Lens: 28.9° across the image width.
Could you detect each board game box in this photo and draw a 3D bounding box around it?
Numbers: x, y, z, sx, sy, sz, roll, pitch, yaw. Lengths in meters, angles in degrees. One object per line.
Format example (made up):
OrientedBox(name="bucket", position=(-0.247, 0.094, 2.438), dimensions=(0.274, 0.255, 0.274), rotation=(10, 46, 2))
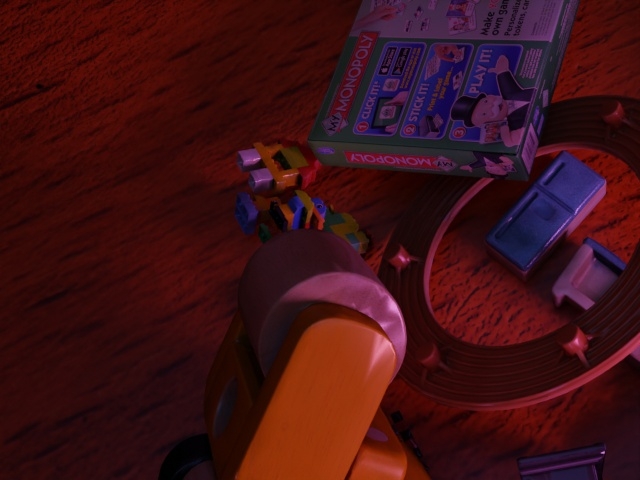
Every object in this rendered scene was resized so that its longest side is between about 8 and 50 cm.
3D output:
OrientedBox(name="board game box", position=(0.136, -0.207, 1.216), dimensions=(0.213, 0.046, 0.317), rotation=(6, 61, 28))

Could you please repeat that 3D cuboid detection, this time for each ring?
OrientedBox(name="ring", position=(0.182, -0.003, 1.100), dimensions=(0.336, 0.032, 0.336), rotation=(-27, 39, 24))

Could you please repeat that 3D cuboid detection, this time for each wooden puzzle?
OrientedBox(name="wooden puzzle", position=(0.064, 0.192, 1.161), dimensions=(0.049, 0.006, 0.083), rotation=(-27, 68, 1))

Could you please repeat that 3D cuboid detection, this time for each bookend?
OrientedBox(name="bookend", position=(0.216, 0.261, 1.025), dimensions=(0.072, 0.157, 0.156), rotation=(-12, 68, 7))

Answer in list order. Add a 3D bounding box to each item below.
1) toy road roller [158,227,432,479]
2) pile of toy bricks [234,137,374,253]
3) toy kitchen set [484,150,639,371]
OrientedBox(name="toy road roller", position=(0.017, 0.178, 1.028), dimensions=(0.241, 0.202, 0.329), rotation=(18, 102, -16))
OrientedBox(name="pile of toy bricks", position=(0.000, 0.000, 1.205), dimensions=(0.105, 0.118, 0.212), rotation=(-12, 48, -23))
OrientedBox(name="toy kitchen set", position=(0.259, 0.002, 1.104), dimensions=(0.207, 0.166, 0.122), rotation=(39, 82, 21))
